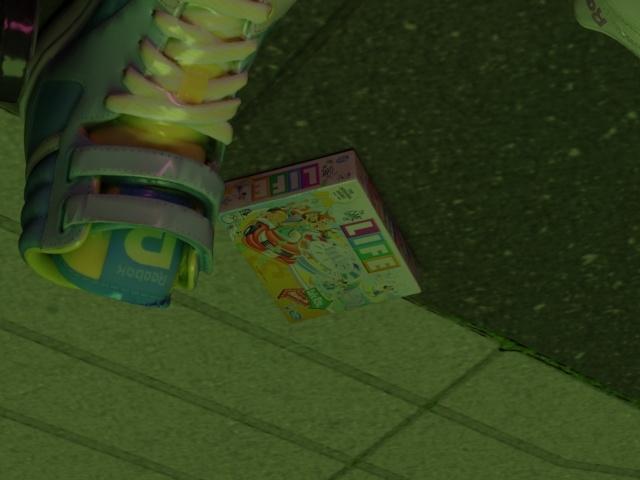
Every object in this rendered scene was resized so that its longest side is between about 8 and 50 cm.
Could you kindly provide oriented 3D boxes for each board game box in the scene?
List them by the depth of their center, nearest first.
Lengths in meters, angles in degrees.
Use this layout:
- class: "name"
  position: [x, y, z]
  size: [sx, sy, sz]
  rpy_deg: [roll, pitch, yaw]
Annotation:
- class: "board game box"
  position: [0.000, 0.000, 1.374]
  size: [0.103, 0.026, 0.154]
  rpy_deg: [-14, 144, 14]

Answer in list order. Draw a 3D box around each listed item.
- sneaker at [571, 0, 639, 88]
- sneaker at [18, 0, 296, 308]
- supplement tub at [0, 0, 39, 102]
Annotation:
- class: "sneaker"
  position: [0.288, -0.121, 1.183]
  size: [0.305, 0.114, 0.152]
  rpy_deg: [25, 150, -29]
- class: "sneaker"
  position: [-0.073, -0.082, 1.086]
  size: [0.127, 0.208, 0.319]
  rpy_deg: [15, 141, -23]
- class: "supplement tub"
  position: [-0.262, -0.126, 1.093]
  size: [0.198, 0.106, 0.106]
  rpy_deg: [8, 144, -18]
